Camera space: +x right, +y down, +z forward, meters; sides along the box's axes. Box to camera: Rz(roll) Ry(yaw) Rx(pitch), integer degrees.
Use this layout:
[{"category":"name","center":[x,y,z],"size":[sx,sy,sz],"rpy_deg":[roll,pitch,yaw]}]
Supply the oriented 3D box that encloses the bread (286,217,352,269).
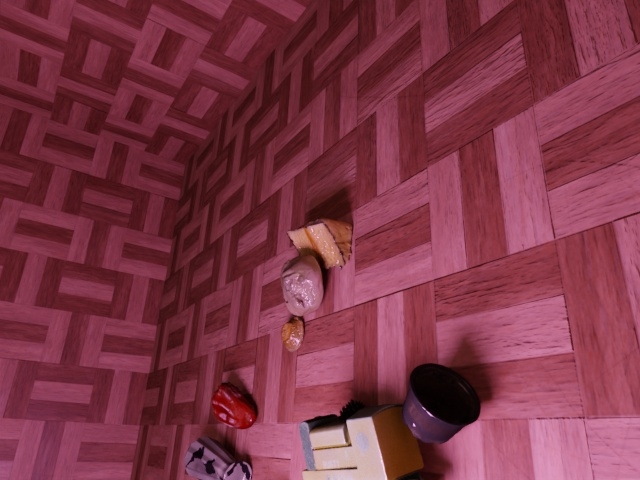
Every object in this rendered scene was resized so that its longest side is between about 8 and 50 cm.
[{"category":"bread","center":[0.000,0.000,1.656],"size":[0.266,0.178,0.142],"rpy_deg":[-14,32,54]}]

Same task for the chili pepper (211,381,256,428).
[{"category":"chili pepper","center":[-0.330,0.673,1.879],"size":[0.144,0.136,0.252],"rpy_deg":[-52,34,-17]}]

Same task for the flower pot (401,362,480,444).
[{"category":"flower pot","center":[0.246,0.356,1.026],"size":[0.157,0.157,0.107],"rpy_deg":[-114,35,-49]}]

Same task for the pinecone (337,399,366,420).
[{"category":"pinecone","center":[0.089,0.474,1.298],"size":[0.083,0.077,0.077],"rpy_deg":[-58,32,8]}]

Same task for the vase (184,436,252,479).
[{"category":"vase","center":[-0.398,0.872,1.853],"size":[0.360,0.165,0.165],"rpy_deg":[-11,66,53]}]

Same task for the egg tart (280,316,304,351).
[{"category":"egg tart","center":[-0.104,0.331,1.715],"size":[0.129,0.049,0.129],"rpy_deg":[-31,52,48]}]

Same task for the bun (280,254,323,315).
[{"category":"bun","center":[-0.076,0.154,1.652],"size":[0.237,0.116,0.210],"rpy_deg":[143,120,-63]}]

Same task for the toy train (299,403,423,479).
[{"category":"toy train","center":[0.088,0.534,1.135],"size":[0.397,0.160,0.253],"rpy_deg":[-34,64,47]}]
